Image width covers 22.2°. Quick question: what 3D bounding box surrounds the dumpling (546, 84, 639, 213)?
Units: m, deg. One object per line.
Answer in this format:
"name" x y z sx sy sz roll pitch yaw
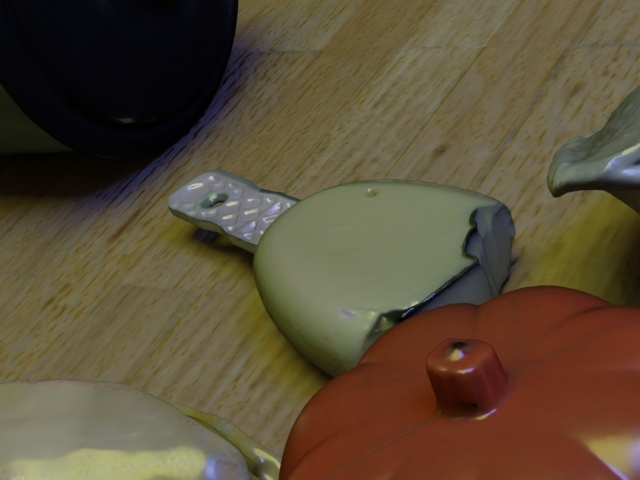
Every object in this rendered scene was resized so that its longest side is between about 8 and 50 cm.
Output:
"dumpling" 0.200 -0.048 0.748 0.216 0.126 0.166 -31 17 -9

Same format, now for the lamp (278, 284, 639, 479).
"lamp" 0.071 0.099 0.560 0.188 0.164 0.187 -18 31 11

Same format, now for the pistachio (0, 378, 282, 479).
"pistachio" -0.108 0.132 0.677 0.201 0.117 0.145 -7 72 11

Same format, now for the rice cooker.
"rice cooker" -0.178 -0.170 1.046 0.227 0.241 0.280 0 2 37

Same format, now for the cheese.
"cheese" 0.000 0.000 0.857 0.127 0.050 0.255 -36 35 -21
